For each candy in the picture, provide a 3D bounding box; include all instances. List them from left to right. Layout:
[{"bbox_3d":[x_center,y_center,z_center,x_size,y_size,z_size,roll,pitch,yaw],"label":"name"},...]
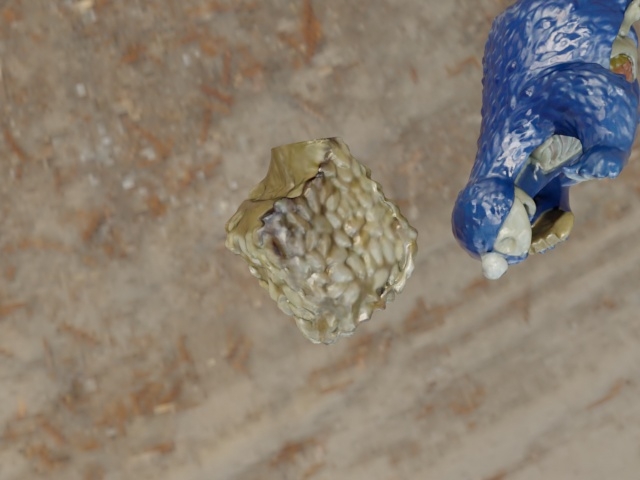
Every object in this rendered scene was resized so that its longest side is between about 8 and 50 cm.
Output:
[{"bbox_3d":[0.000,0.000,0.962,0.110,0.085,0.095,46,72,-13],"label":"candy"}]

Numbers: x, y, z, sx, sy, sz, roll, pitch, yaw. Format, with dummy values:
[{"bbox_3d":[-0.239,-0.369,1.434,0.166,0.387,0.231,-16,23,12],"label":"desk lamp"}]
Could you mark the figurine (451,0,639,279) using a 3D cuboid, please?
[{"bbox_3d":[0.153,-0.091,1.160,0.120,0.262,0.164,31,141,-1],"label":"figurine"}]
